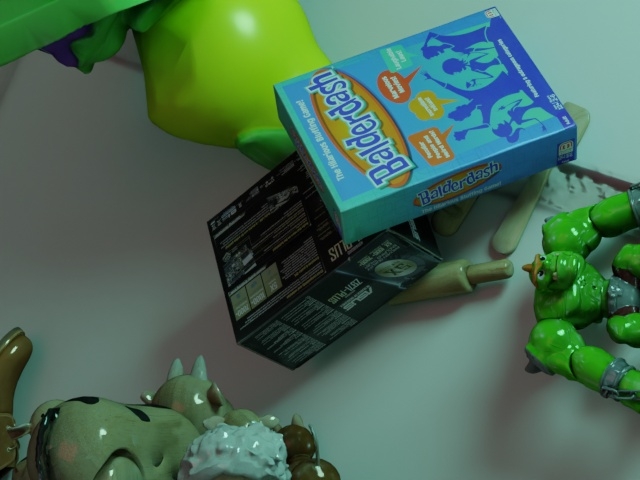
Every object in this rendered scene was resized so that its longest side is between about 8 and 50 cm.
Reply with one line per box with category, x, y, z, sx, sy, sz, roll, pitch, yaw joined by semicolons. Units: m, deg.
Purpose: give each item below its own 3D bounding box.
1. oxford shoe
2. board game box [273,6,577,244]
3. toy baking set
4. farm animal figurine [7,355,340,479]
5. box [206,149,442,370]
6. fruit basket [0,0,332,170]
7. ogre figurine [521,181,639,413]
oxford shoe;-0.333;0.193;1.678;0.076;0.076;0.212;21;83;10
board game box;0.086;-0.100;1.381;0.210;0.047;0.160;-21;52;-9
toy baking set;0.112;-0.042;1.443;0.256;0.030;0.197;-7;70;35
farm animal figurine;-0.151;0.186;1.378;0.330;0.327;0.172;-10;79;15
box;0.000;0.000;1.449;0.180;0.077;0.147;-38;46;23
fruit basket;-0.150;-0.211;1.551;0.283;0.392;0.392;-17;64;31
ogre figurine;0.222;0.043;1.289;0.118;0.097;0.197;-2;80;26
